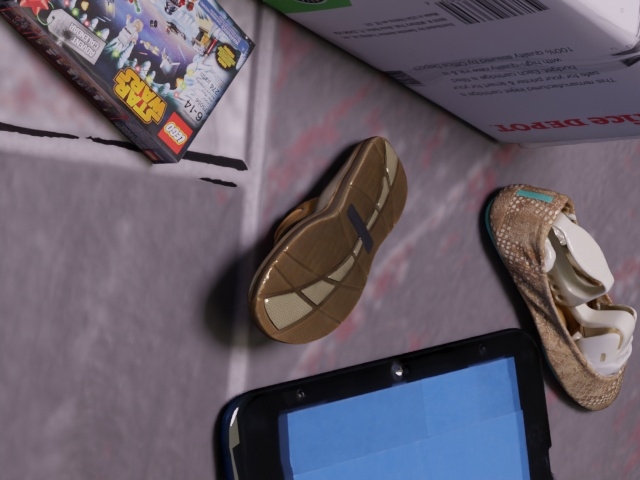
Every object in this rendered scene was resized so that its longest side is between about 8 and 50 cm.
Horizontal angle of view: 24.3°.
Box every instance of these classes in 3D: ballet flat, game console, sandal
[{"bbox_3d":[0.187,0.047,1.073,0.073,0.067,0.206,-53,123,-31],"label":"ballet flat"},{"bbox_3d":[0.104,0.207,0.946,0.293,0.250,0.173,-10,124,-40],"label":"game console"},{"bbox_3d":[0.000,0.000,0.929,0.180,0.049,0.072,-57,131,-42],"label":"sandal"}]

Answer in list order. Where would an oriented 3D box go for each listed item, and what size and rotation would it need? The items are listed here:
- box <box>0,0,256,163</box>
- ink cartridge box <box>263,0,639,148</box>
[{"bbox_3d":[-0.107,-0.122,0.841,0.137,0.027,0.094,45,64,-32],"label":"box"},{"bbox_3d":[0.111,-0.168,0.911,0.289,0.211,0.121,25,73,-39],"label":"ink cartridge box"}]
